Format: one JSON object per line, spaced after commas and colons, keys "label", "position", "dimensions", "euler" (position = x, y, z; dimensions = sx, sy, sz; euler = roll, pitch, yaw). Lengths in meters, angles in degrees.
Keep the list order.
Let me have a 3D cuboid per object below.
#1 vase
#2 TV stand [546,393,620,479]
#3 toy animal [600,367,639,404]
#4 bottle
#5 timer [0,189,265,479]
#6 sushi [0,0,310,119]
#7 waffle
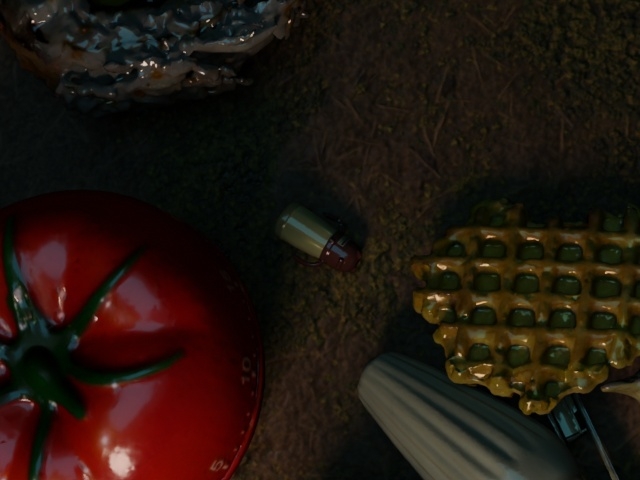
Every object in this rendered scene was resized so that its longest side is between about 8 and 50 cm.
{"label": "vase", "position": [0.145, 0.205, 1.622], "dimensions": [0.248, 0.128, 0.128], "euler": [36, 88, 26]}
{"label": "TV stand", "position": [0.291, 0.255, 1.621], "dimensions": [0.042, 0.036, 0.249], "euler": [-25, 74, 5]}
{"label": "toy animal", "position": [0.355, 0.137, 1.600], "dimensions": [0.137, 0.098, 0.098], "euler": [18, 82, -4]}
{"label": "bottle", "position": [-0.001, 0.002, 1.734], "dimensions": [0.101, 0.047, 0.063], "euler": [32, 101, 12]}
{"label": "timer", "position": [-0.245, 0.137, 1.638], "dimensions": [0.378, 0.279, 0.378], "euler": [-3, 79, 14]}
{"label": "sushi", "position": [-0.191, -0.320, 1.776], "dimensions": [0.417, 0.176, 0.417], "euler": [-4, 70, 10]}
{"label": "waffle", "position": [0.231, 0.048, 1.636], "dimensions": [0.291, 0.051, 0.291], "euler": [-6, 56, 9]}
